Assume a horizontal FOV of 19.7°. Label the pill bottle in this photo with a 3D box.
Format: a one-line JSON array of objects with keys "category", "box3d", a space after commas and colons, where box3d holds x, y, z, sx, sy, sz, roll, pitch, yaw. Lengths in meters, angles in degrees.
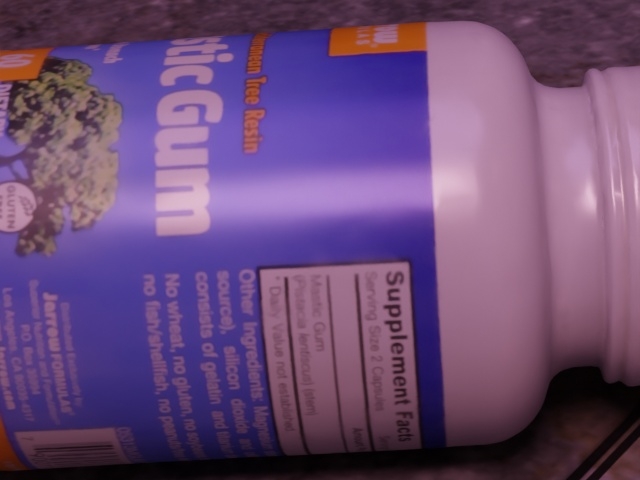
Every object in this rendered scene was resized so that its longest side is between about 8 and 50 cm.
[{"category": "pill bottle", "box3d": [0.000, 0.000, 0.654, 0.272, 0.152, 0.152, -4, 33, 4]}]
